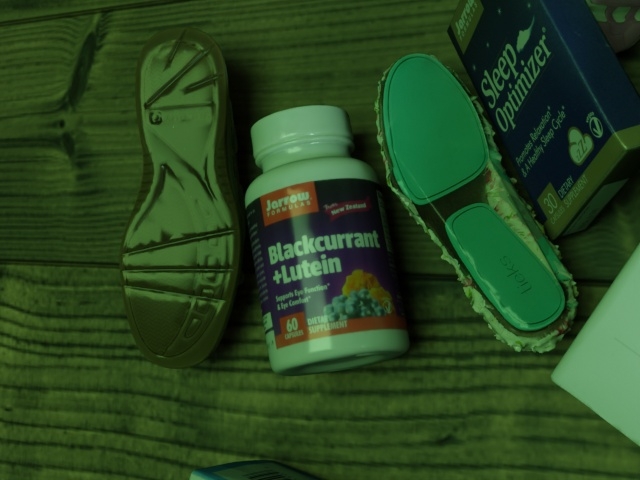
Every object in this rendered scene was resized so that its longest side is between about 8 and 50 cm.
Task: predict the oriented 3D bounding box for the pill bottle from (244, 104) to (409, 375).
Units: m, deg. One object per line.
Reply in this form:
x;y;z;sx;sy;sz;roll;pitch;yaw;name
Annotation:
0.000;0.000;0.832;0.108;0.108;0.194;-18;75;30;pill bottle

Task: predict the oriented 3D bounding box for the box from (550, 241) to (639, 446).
0.326;0.000;0.588;0.215;0.168;0.345;38;104;30;box

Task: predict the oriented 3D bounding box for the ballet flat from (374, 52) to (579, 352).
0.106;-0.022;0.785;0.091;0.077;0.241;-23;70;1;ballet flat

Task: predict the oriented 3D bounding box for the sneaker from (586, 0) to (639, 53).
0.178;-0.245;0.763;0.104;0.095;0.237;-3;89;49;sneaker

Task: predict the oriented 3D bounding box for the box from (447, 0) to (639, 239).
0.146;-0.127;0.748;0.036;0.136;0.225;-16;69;-15;box

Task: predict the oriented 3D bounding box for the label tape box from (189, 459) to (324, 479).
-0.008;0.367;0.793;0.249;0.115;0.348;14;90;33;label tape box

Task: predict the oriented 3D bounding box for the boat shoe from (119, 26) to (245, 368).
-0.109;-0.034;0.931;0.104;0.089;0.285;4;89;7;boat shoe
